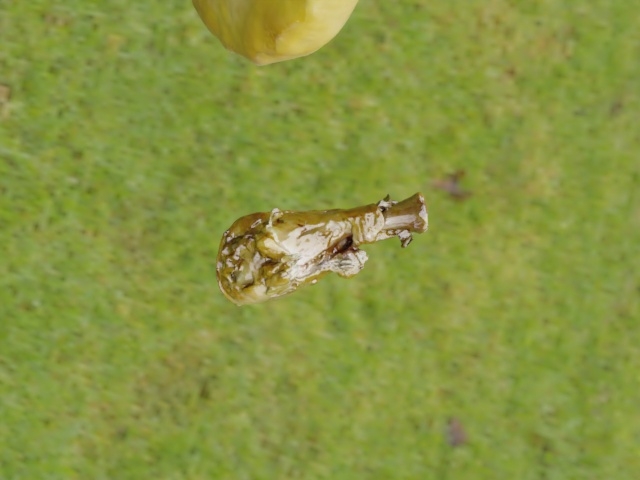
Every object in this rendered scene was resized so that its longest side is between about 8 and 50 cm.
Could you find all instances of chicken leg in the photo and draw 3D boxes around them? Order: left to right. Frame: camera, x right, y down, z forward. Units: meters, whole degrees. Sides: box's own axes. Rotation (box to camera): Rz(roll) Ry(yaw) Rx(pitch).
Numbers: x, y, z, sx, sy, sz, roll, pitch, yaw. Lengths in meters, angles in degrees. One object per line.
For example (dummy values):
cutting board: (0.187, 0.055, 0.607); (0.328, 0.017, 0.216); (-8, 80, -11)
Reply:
chicken leg: (0.000, 0.000, 1.740); (0.101, 0.207, 0.085); (61, 12, -74)

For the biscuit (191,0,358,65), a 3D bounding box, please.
biscuit: (-0.022, -0.352, 1.423); (0.104, 0.429, 0.446); (-2, 133, -25)
